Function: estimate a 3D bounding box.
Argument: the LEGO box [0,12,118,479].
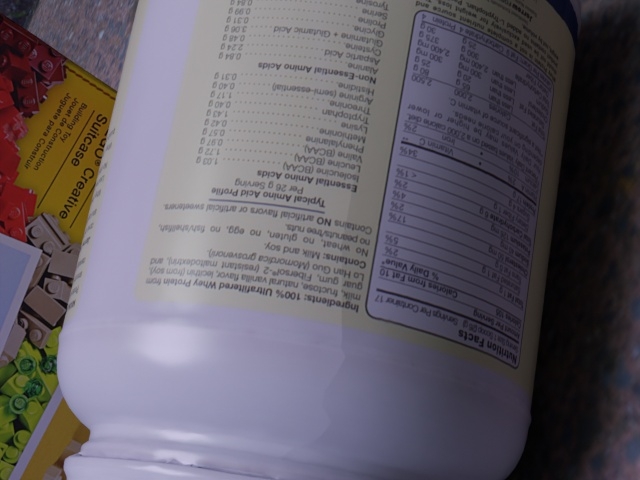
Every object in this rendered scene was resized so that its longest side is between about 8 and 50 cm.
[{"bbox_3d":[-0.252,0.141,0.747,0.193,0.372,0.500,-2,58,63],"label":"LEGO box"}]

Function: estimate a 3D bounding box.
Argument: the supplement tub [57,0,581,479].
[{"bbox_3d":[0.000,0.000,0.632,0.235,0.235,0.325,-17,59,58],"label":"supplement tub"}]
